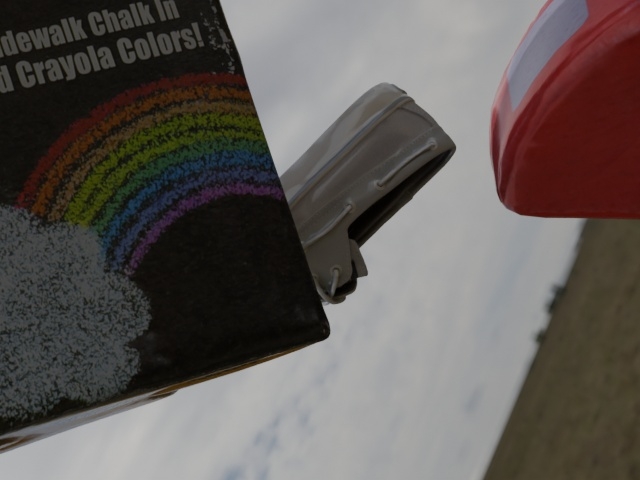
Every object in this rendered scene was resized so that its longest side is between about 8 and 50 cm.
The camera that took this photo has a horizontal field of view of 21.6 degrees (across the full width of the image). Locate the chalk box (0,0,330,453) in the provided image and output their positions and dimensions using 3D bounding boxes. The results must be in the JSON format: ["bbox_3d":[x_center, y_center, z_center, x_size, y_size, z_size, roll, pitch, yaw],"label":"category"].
[{"bbox_3d":[-0.148,-0.057,0.728,0.180,0.289,0.179,-16,-6,-30],"label":"chalk box"}]

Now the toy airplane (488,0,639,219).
[{"bbox_3d":[0.281,-0.135,0.645,0.384,0.386,0.272,-43,-60,-22],"label":"toy airplane"}]

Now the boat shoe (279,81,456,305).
[{"bbox_3d":[0.000,0.000,0.892,0.184,0.063,0.066,-47,-16,-16],"label":"boat shoe"}]
